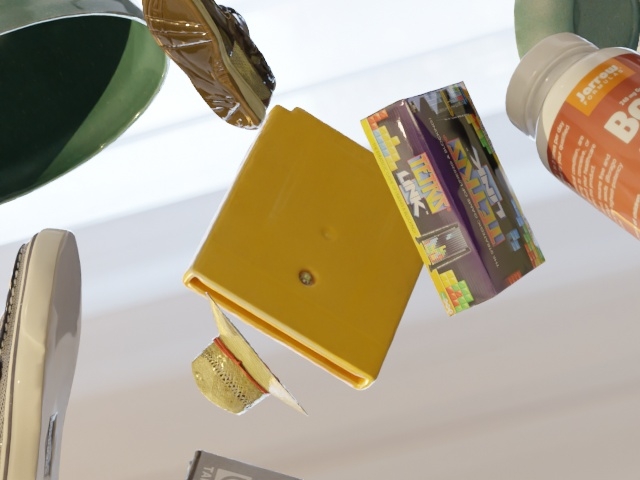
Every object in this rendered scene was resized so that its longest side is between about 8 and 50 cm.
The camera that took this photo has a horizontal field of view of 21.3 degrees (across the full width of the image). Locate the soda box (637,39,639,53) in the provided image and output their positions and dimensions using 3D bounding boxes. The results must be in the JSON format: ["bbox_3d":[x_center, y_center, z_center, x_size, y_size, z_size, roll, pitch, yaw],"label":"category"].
[{"bbox_3d":[0.357,-0.227,1.829,0.286,0.098,0.091,175,99,-72],"label":"soda box"}]

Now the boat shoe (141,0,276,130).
[{"bbox_3d":[-0.075,-0.140,1.180,0.049,0.056,0.152,-63,-34,-27],"label":"boat shoe"}]

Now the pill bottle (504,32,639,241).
[{"bbox_3d":[0.246,-0.076,1.326,0.216,0.121,0.121,42,166,40],"label":"pill bottle"}]

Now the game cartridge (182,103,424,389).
[{"bbox_3d":[0.000,0.000,2.270,0.285,0.052,0.323,32,-127,-9],"label":"game cartridge"}]

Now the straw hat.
[{"bbox_3d":[-0.079,0.120,1.517,0.144,0.061,0.144,50,177,3],"label":"straw hat"}]

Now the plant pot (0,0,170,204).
[{"bbox_3d":[-0.297,-0.173,1.404,0.196,0.293,0.293,61,-174,18],"label":"plant pot"}]

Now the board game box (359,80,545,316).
[{"bbox_3d":[0.109,-0.038,1.369,0.170,0.048,0.141,65,-155,-1],"label":"board game box"}]

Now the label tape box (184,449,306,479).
[{"bbox_3d":[0.049,0.289,1.033,0.106,0.334,0.240,-76,2,-59],"label":"label tape box"}]

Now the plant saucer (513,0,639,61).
[{"bbox_3d":[0.264,-0.217,1.662,0.195,0.037,0.195,-4,-85,-44],"label":"plant saucer"}]

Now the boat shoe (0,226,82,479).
[{"bbox_3d":[-0.328,0.150,1.633,0.127,0.158,0.340,21,-104,-82],"label":"boat shoe"}]
